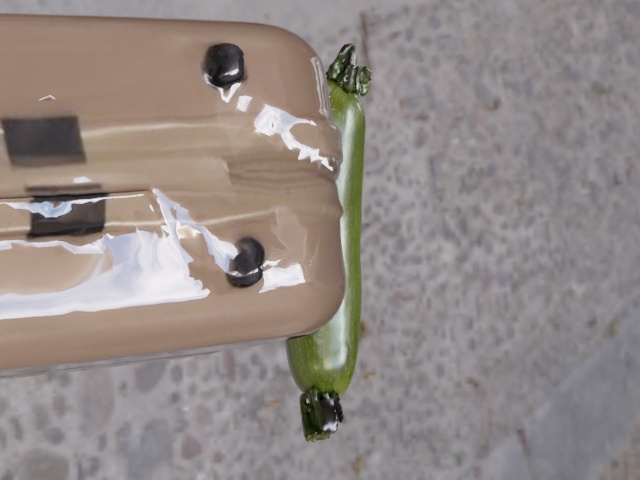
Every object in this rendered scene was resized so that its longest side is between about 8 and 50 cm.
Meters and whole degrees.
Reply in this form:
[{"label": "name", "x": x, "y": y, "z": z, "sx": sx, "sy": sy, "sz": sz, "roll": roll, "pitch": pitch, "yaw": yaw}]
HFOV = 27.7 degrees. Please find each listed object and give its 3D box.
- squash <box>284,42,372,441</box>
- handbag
[{"label": "squash", "x": 0.000, "y": 0.001, "z": 1.056, "sx": 0.080, "sy": 0.071, "sz": 0.318, "roll": 25, "pitch": 67, "yaw": -86}, {"label": "handbag", "x": -0.166, "y": -0.005, "z": 0.593, "sx": 0.302, "sy": 0.283, "sz": 0.149, "roll": -6, "pitch": 87, "yaw": -32}]
